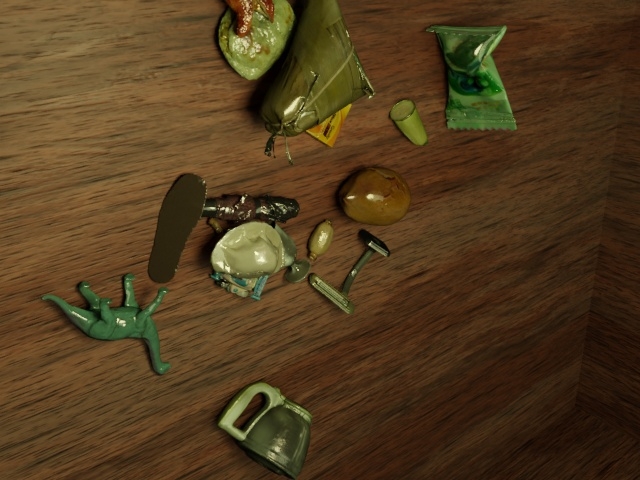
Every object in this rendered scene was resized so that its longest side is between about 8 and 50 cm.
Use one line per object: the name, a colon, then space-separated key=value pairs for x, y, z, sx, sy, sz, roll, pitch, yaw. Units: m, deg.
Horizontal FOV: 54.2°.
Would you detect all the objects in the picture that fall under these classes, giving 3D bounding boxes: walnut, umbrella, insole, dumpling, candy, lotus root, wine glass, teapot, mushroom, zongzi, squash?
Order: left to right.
insole: x=-0.403 y=-0.032 z=1.737 sx=0.111 sy=0.007 sz=0.328 roll=20 pitch=100 yaw=-7
mushroom: x=-0.292 y=-0.008 z=1.832 sx=0.088 sy=0.073 sz=0.129 roll=-24 pitch=126 yaw=20
umbrella: x=-0.214 y=-0.094 z=1.835 sx=0.325 sy=0.094 sz=0.090 roll=0 pitch=93 yaw=-29
dumpling: x=-0.200 y=0.027 z=1.807 sx=0.247 sy=0.142 sz=0.173 roll=-3 pitch=102 yaw=-38
teapot: x=-0.173 y=0.640 z=2.141 sx=0.239 sy=0.321 sz=0.239 roll=-59 pitch=174 yaw=-24
wine glass: x=-0.119 y=0.033 z=1.968 sx=0.103 sy=0.103 sz=0.222 roll=-47 pitch=130 yaw=-14
zongzi: x=-0.073 y=-0.468 z=1.674 sx=0.447 sy=0.181 sz=0.418 roll=-40 pitch=127 yaw=-31
lotus root: x=0.000 y=0.000 z=2.074 sx=0.073 sy=0.062 sz=0.150 roll=24 pitch=91 yaw=-42
walnut: x=0.180 y=-0.146 z=2.062 sx=0.297 sy=0.203 sz=0.203 roll=-7 pitch=113 yaw=-50
squash: x=0.327 y=-0.391 z=2.173 sx=0.094 sy=0.094 sz=0.224 roll=-56 pitch=139 yaw=-6
candy: x=0.524 y=-0.549 z=2.139 sx=0.172 sy=0.262 sz=0.398 roll=-41 pitch=129 yaw=-35

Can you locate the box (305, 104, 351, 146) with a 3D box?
box: x=-0.032 y=-0.408 z=1.891 sx=0.269 sy=0.043 sz=0.152 roll=27 pitch=89 yaw=-42

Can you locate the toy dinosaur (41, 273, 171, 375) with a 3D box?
toy dinosaur: x=-0.571 y=0.270 z=1.714 sx=0.383 sy=0.129 sz=0.331 roll=-5 pitch=119 yaw=-37

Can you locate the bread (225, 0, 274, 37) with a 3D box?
bread: x=-0.213 y=-0.659 z=1.574 sx=0.139 sy=0.095 sz=0.269 roll=-37 pitch=103 yaw=-15

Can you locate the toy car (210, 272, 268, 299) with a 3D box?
toy car: x=-0.240 y=0.107 z=1.900 sx=0.161 sy=0.098 sz=0.126 roll=25 pitch=90 yaw=-44

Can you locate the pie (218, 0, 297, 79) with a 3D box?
pie: x=-0.166 y=-0.561 z=1.691 sx=0.248 sy=0.090 sz=0.201 roll=-51 pitch=128 yaw=-15

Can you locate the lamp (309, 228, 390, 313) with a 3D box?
lamp: x=0.094 y=0.083 z=2.175 sx=0.203 sy=0.124 sz=0.283 roll=35 pitch=87 yaw=-22
